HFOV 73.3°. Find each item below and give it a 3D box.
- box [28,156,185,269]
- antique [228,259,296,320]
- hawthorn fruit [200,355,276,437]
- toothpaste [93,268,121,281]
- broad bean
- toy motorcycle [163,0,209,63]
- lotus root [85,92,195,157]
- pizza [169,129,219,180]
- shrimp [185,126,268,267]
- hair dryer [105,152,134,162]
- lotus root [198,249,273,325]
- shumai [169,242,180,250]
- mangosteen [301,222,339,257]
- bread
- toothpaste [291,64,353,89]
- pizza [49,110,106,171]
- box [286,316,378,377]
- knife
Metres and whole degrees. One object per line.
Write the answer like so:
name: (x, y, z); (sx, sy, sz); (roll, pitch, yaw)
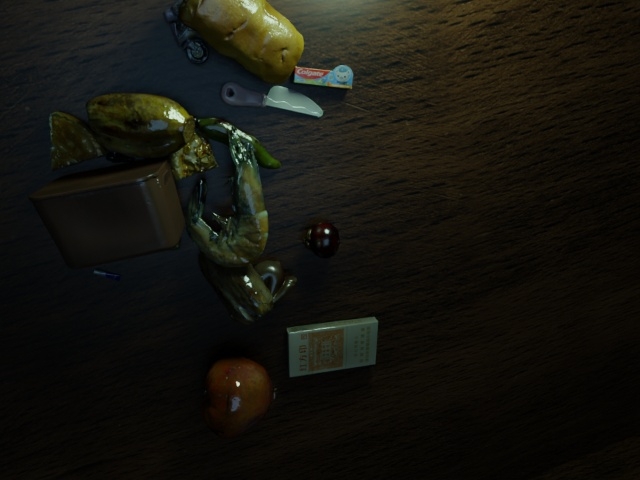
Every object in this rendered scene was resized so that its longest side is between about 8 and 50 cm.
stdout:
box: (-0.590, -0.084, 1.251); (0.340, 0.239, 0.229); (-13, 114, -3)
antique: (-0.222, 0.182, 1.522); (0.257, 0.121, 0.143); (-44, 108, 2)
hawthorn fruit: (-0.281, 0.558, 1.570); (0.308, 0.276, 0.276); (6, 108, -40)
toothpaste: (-0.705, 0.113, 1.422); (0.083, 0.015, 0.024); (23, 109, -26)
broad bean: (-0.268, -0.320, 1.366); (0.339, 0.061, 0.077); (27, 107, -21)
toy motorcycle: (-0.363, -0.635, 1.227); (0.152, 0.073, 0.225); (21, 102, -18)
lotus root: (-0.506, -0.323, 1.226); (0.291, 0.193, 0.193); (1, 108, -1)
pizza: (-0.396, -0.262, 1.353); (0.161, 0.062, 0.182); (20, 101, -26)
shrimp: (-0.297, -0.131, 1.356); (0.272, 0.085, 0.444); (3, 103, 7)
hair dryer: (-0.602, -0.250, 1.288); (0.079, 0.083, 0.031); (3, 90, -23)
lotus root: (-0.294, 0.130, 1.435); (0.167, 0.078, 0.329); (-41, 85, -4)
shumai: (-0.500, -0.013, 1.417); (0.083, 0.082, 0.080); (11, 67, -32)
mangosteen: (0.000, 0.000, 1.527); (0.140, 0.140, 0.140); (-5, 110, -14)
bread: (-0.210, -0.590, 1.195); (0.344, 0.149, 0.195); (23, 96, -41)
toothpaste: (0.006, -0.531, 1.380); (0.194, 0.044, 0.070); (1, 107, -16)
pizza: (-0.726, -0.266, 1.262); (0.185, 0.036, 0.176); (30, 106, -6)
box: (0.048, 0.422, 1.714); (0.365, 0.051, 0.204); (-4, 110, -14)
knife: (-0.149, -0.454, 1.377); (0.336, 0.043, 0.081); (2, 101, -23)
